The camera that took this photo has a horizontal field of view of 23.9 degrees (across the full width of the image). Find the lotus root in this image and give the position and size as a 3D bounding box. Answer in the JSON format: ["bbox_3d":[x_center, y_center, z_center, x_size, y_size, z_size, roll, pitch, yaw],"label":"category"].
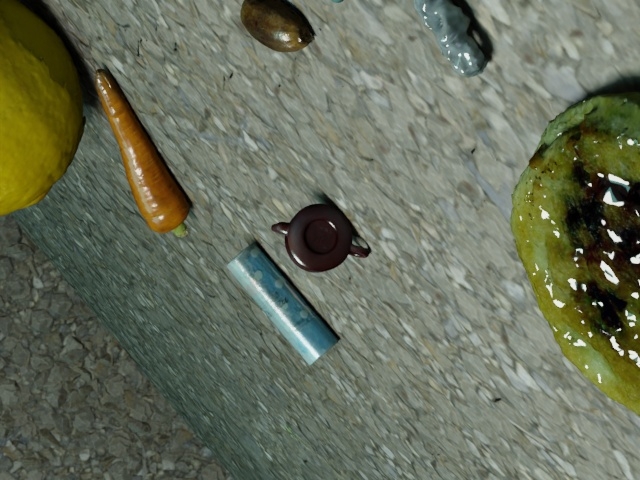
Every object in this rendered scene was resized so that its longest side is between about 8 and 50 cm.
[{"bbox_3d":[-0.042,-0.183,1.274,0.083,0.030,0.037,33,155,44],"label":"lotus root"}]

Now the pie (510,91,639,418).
[{"bbox_3d":[0.237,0.037,0.964,0.323,0.070,0.323,45,161,20],"label":"pie"}]

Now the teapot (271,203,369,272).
[{"bbox_3d":[0.000,0.000,1.510,0.100,0.067,0.045,18,171,-9],"label":"teapot"}]

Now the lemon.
[{"bbox_3d":[-0.439,-0.175,1.904,0.297,0.297,0.297,45,163,18],"label":"lemon"}]

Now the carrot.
[{"bbox_3d":[-0.232,-0.106,1.898,0.061,0.061,0.256,26,148,54],"label":"carrot"}]

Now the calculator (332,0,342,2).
[{"bbox_3d":[0.012,-0.215,1.086,0.094,0.019,0.141,54,164,-3],"label":"calculator"}]

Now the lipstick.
[{"bbox_3d":[-0.046,0.076,1.819,0.158,0.048,0.048,50,164,3],"label":"lipstick"}]

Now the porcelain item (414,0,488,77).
[{"bbox_3d":[0.088,-0.145,1.027,0.083,0.028,0.036,56,179,-24],"label":"porcelain item"}]
